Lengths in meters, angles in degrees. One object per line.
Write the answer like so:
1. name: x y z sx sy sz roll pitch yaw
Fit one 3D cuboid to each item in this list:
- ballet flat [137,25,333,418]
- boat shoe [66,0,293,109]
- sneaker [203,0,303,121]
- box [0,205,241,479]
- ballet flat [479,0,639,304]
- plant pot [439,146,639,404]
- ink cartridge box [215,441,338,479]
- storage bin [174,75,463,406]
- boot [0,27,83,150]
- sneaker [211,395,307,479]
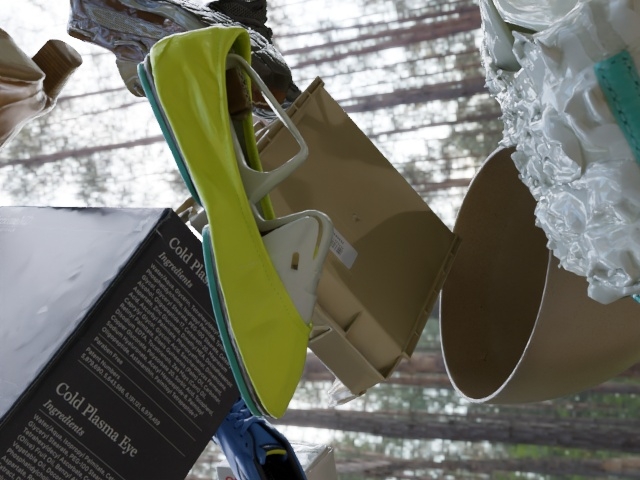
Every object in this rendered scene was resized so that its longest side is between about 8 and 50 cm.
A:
1. ballet flat: -0.037 -0.019 0.506 0.077 0.077 0.231 42 -152 -76
2. boat shoe: -0.170 -0.215 1.015 0.122 0.324 0.120 2 -62 -56
3. sneaker: -0.079 -0.242 1.182 0.227 0.087 0.130 33 -121 -46
4. box: -0.269 0.137 0.849 0.179 0.343 0.312 51 -120 -32
5. ballet flat: 0.141 -0.109 0.458 0.409 0.147 0.147 -73 -30 -68
6. plant pot: 0.272 0.050 0.992 0.284 0.191 0.284 -169 90 -79
7. ink cartridge box: -0.065 0.522 1.674 0.114 0.197 0.272 -27 -70 -60
8. storage bin: 0.000 0.000 0.975 0.262 0.123 0.260 48 -140 -12
9. boot: -0.451 -0.179 1.193 0.104 0.211 0.295 48 -163 4
10. sneaker: -0.072 0.189 0.900 0.069 0.082 0.209 -23 -113 -33
